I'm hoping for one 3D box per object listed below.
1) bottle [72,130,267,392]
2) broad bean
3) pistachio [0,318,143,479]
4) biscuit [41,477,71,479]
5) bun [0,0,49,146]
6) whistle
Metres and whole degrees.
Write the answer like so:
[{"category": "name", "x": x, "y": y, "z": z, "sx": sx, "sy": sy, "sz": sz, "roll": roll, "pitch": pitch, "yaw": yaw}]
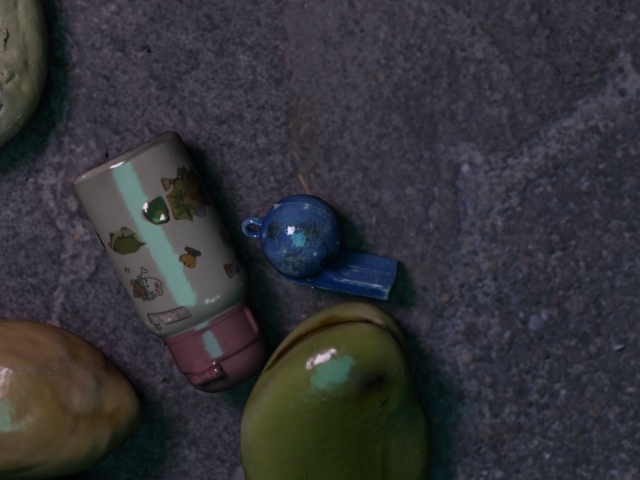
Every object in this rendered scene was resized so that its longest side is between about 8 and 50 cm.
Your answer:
[{"category": "bottle", "x": -0.137, "y": 0.027, "z": 1.799, "sx": 0.120, "sy": 0.120, "sz": 0.253, "roll": -25, "pitch": 97, "yaw": 11}, {"category": "broad bean", "x": 0.016, "y": 0.195, "z": 1.801, "sx": 0.189, "sy": 0.121, "sz": 0.263, "roll": -1, "pitch": 103, "yaw": -8}, {"category": "pistachio", "x": -0.322, "y": 0.161, "z": 1.826, "sx": 0.293, "sy": 0.181, "sz": 0.162, "roll": 0, "pitch": 62, "yaw": 5}, {"category": "biscuit", "x": -0.284, "y": 0.341, "z": 1.875, "sx": 0.212, "sy": 0.036, "sz": 0.212, "roll": 1, "pitch": 92, "yaw": 29}, {"category": "bun", "x": -0.405, "y": -0.205, "z": 1.783, "sx": 0.287, "sy": 0.146, "sz": 0.287, "roll": 1, "pitch": 97, "yaw": 8}, {"category": "whistle", "x": 0.000, "y": 0.000, "z": 1.792, "sx": 0.158, "sy": 0.090, "sz": 0.090, "roll": 10, "pitch": 100, "yaw": 6}]
